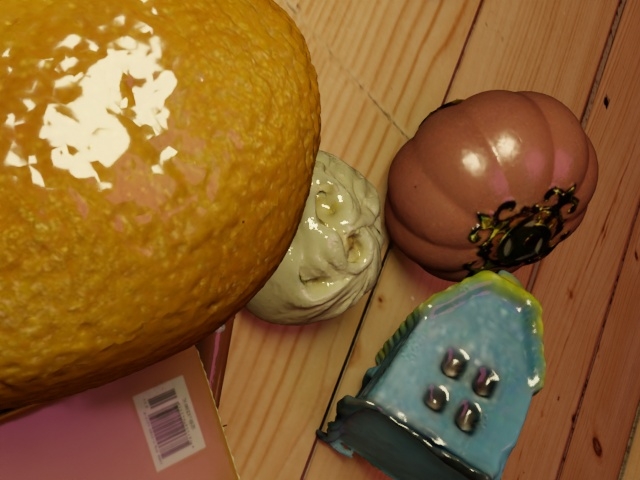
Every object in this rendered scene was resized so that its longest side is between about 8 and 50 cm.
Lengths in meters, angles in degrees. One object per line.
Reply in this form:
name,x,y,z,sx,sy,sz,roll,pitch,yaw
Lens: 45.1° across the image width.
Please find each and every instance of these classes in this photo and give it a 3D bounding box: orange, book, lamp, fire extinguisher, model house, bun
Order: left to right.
orange,-0.179,-0.052,0.526,0.357,0.322,0.322,-42,129,-27
book,-0.230,0.273,0.677,0.374,0.028,0.262,-19,95,-39
fire extinguisher,-0.124,0.141,0.852,0.062,0.050,0.177,9,92,-10
bun,0.000,0.000,0.913,0.231,0.133,0.231,-14,108,-47
model house,0.176,0.190,1.048,0.303,0.215,0.237,-51,172,-28
lamp,0.230,-0.086,1.090,0.305,0.239,0.305,-14,143,-11

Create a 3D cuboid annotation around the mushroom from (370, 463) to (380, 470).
mushroom,0.171,0.285,1.221,0.247,0.096,0.108,-15,103,-50
